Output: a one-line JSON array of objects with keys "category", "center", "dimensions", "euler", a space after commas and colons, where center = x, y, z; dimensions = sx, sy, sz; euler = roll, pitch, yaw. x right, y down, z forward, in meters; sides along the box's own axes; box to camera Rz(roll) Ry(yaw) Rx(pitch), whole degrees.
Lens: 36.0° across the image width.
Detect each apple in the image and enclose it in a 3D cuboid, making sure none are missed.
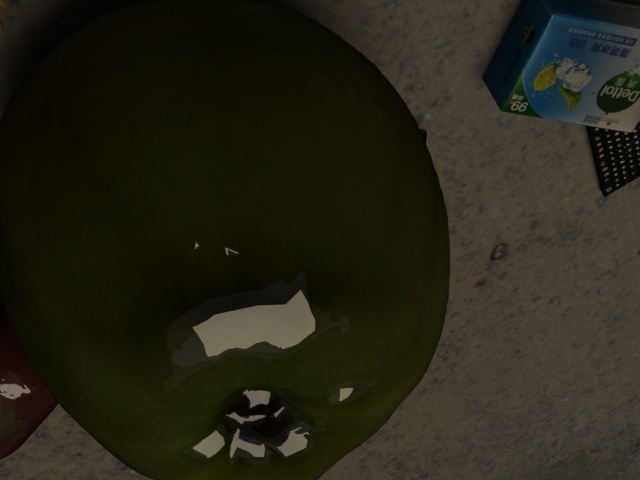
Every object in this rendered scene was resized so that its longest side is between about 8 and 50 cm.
[{"category": "apple", "center": [-0.090, 0.002, 0.953], "dimensions": [0.474, 0.473, 0.473], "euler": [-16, 140, -13]}]

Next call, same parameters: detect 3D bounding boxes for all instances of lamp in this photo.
[{"category": "lamp", "center": [-0.392, 0.155, 1.150], "dimensions": [0.180, 0.180, 0.258], "euler": [22, 122, -43]}]

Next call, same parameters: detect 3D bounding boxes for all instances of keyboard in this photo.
[{"category": "keyboard", "center": [0.404, -0.168, 1.347], "dimensions": [0.101, 0.018, 0.309], "euler": [-30, 142, 3]}]

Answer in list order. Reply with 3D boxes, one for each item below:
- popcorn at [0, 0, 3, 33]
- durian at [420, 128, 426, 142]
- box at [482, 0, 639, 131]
[{"category": "popcorn", "center": [-0.374, -0.201, 0.749], "dimensions": [0.250, 0.190, 0.250], "euler": [-15, 152, -8]}, {"category": "durian", "center": [0.003, 0.002, 1.229], "dimensions": [0.375, 0.107, 0.132], "euler": [-55, 149, -1]}, {"category": "box", "center": [0.314, -0.215, 1.179], "dimensions": [0.194, 0.073, 0.139], "euler": [5, 131, -21]}]
